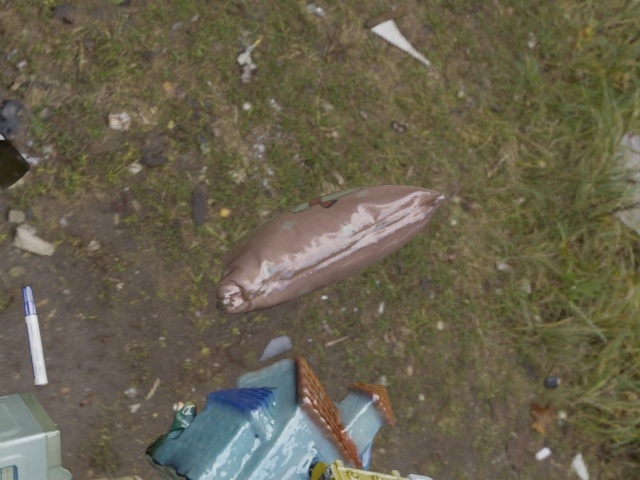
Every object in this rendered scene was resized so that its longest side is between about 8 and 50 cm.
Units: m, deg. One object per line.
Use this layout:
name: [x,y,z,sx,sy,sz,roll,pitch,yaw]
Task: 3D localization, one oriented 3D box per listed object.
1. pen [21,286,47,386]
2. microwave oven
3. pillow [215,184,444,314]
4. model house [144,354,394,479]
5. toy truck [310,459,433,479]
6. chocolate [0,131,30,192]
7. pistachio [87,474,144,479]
pen: [-0.573,0.191,1.390,0.025,0.025,0.204,-5,74,-37]
microwave oven: [-0.580,0.463,1.150,0.286,0.218,0.355,-6,103,-34]
pillow: [0.000,0.000,0.699,0.223,0.236,0.084,-22,97,-3]
model house: [-0.056,0.301,1.077,0.329,0.251,0.295,-46,121,-26]
toy truck: [0.044,0.203,0.526,0.123,0.052,0.063,20,114,-29]
chocolate: [-0.626,-0.085,0.958,0.314,0.326,0.297,39,66,-29]
pistachio: [-0.257,0.333,0.715,0.206,0.129,0.131,-46,117,-44]
